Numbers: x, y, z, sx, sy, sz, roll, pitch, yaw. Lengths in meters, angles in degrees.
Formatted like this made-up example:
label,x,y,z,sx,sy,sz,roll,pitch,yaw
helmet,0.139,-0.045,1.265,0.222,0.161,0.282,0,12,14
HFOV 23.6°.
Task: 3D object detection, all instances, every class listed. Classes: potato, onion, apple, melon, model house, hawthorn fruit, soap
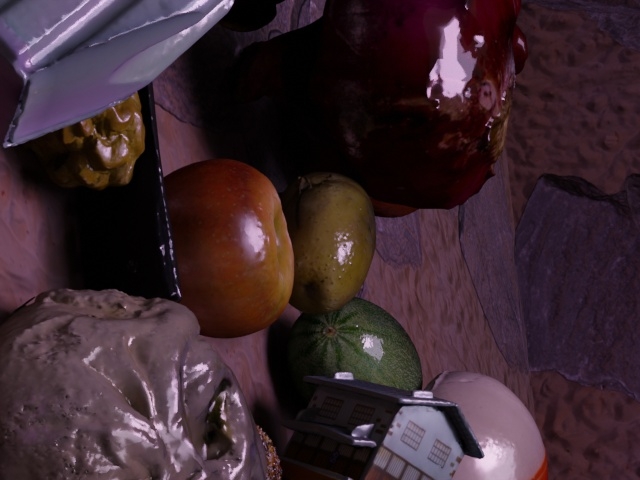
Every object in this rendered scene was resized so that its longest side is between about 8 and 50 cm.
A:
label,x,y,z,sx,sy,sz,roll,pitch,yaw
potato,0.000,0.000,1.986,0.248,0.143,0.169,-80,160,-63
onion,0.069,-0.247,2.115,0.398,0.420,0.398,10,90,-66
apple,-0.127,0.013,1.797,0.235,0.173,0.210,71,14,-49
melon,0.053,0.185,2.201,0.288,0.182,0.182,51,32,-51
model house,0.059,0.286,1.958,0.198,0.224,0.215,39,72,-28
hawthorn fruit,0.093,-0.174,2.407,0.311,0.295,0.295,-50,127,-61
soap,-0.204,-0.302,1.493,0.261,0.156,0.446,43,57,-3

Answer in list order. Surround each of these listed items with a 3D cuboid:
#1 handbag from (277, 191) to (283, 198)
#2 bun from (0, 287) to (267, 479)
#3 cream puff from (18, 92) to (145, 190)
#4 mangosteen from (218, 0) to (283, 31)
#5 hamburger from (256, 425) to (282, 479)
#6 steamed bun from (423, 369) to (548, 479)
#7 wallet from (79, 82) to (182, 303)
label,x,y,z,sx,sy,sz,roll,pitch,yaw
handbag,-0.053,0.009,2.172,0.193,0.072,0.151,0,79,-74
bun,-0.176,0.202,1.454,0.359,0.211,0.360,-11,90,-71
cream puff,-0.254,-0.115,1.570,0.116,0.146,0.146,-10,88,-51
mangosteen,-0.116,-0.411,2.014,0.302,0.275,0.275,114,-23,-60
hamburger,-0.098,0.288,1.823,0.164,0.093,0.189,-84,156,-45
steamed bun,0.201,0.382,2.222,0.374,0.241,0.374,-58,164,-28
wallet,-0.213,-0.055,1.633,0.030,0.146,0.285,6,70,-42
